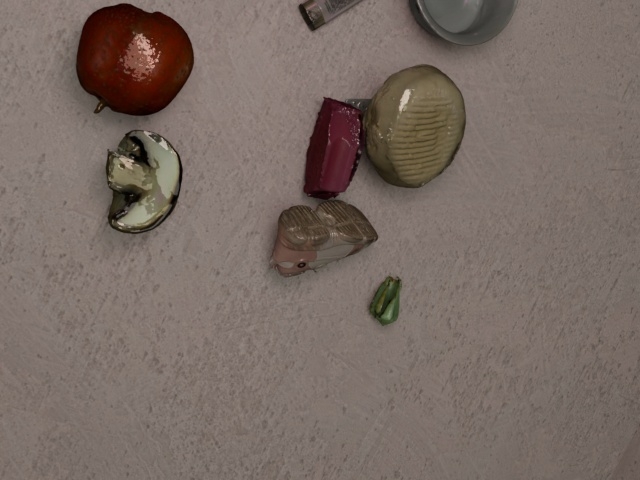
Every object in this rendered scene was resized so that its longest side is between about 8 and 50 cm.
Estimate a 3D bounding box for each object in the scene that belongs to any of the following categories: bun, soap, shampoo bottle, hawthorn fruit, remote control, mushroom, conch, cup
[{"bbox_3d":[0.257,-0.336,1.614,0.359,0.211,0.360,-22,132,-27],"label":"bun"},{"bbox_3d":[0.035,-0.253,1.608,0.112,0.182,0.290,9,113,-20],"label":"soap"},{"bbox_3d":[0.050,-0.703,1.596,0.227,0.056,0.086,-36,110,-8],"label":"shampoo bottle"},{"bbox_3d":[-0.474,-0.437,1.374,0.275,0.275,0.300,34,88,-20],"label":"hawthorn fruit"},{"bbox_3d":[0.164,-0.413,1.703,0.183,0.027,0.050,-3,104,-12],"label":"remote control"},{"bbox_3d":[-0.475,-0.156,1.480,0.189,0.164,0.267,-1,97,-21],"label":"mushroom"},{"bbox_3d":[0.213,0.195,1.808,0.105,0.079,0.171,17,79,-25],"label":"conch"},{"bbox_3d":[0.401,-0.750,1.640,0.346,0.163,0.348,-3,101,-16],"label":"cup"}]

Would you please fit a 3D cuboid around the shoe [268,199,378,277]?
[{"bbox_3d":[-0.001,-0.002,1.666,0.350,0.172,0.198,0,138,-35],"label":"shoe"}]
